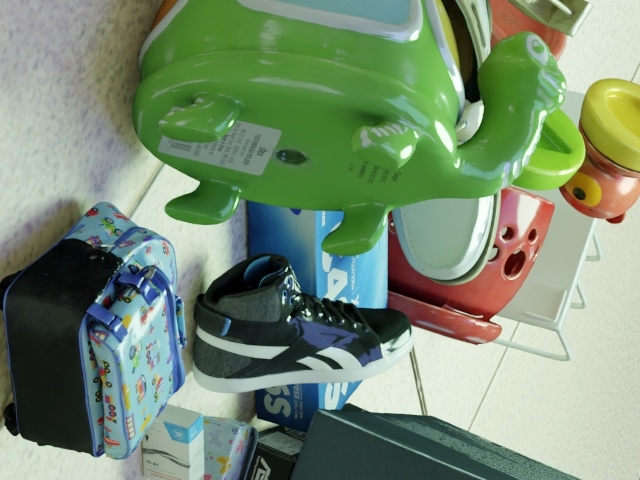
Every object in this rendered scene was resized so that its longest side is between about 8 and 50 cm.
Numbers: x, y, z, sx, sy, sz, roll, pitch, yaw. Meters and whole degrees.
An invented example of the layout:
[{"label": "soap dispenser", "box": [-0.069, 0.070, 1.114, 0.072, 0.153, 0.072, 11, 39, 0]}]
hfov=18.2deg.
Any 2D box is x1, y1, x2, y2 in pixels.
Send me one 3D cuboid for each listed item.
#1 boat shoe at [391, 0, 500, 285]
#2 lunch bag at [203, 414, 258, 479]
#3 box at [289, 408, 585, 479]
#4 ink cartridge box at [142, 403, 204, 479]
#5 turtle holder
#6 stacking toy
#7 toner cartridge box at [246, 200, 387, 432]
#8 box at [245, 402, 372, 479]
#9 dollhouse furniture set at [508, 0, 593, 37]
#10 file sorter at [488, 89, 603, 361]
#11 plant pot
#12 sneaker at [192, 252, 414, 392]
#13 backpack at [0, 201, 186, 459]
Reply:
[{"label": "boat shoe", "box": [0.110, -0.111, 1.892, 0.103, 0.113, 0.302, 31, 56, -74]}, {"label": "lunch bag", "box": [-0.091, 0.200, 1.861, 0.083, 0.053, 0.071, 37, 69, -78]}, {"label": "box", "box": [0.097, 0.343, 2.005, 0.293, 0.212, 0.395, -69, 160, 1]}, {"label": "ink cartridge box", "box": [-0.130, 0.188, 1.762, 0.028, 0.048, 0.083, -45, 143, -51]}, {"label": "turtle holder", "box": [0.018, -0.138, 1.575, 0.243, 0.320, 0.227, 55, 39, -59]}, {"label": "stacking toy", "box": [0.193, -0.129, 2.087, 0.279, 0.309, 0.130, -20, 149, -43]}, {"label": "toner cartridge box", "box": [0.000, 0.000, 1.925, 0.165, 0.075, 0.347, -50, 147, -49]}, {"label": "box", "box": [-0.027, 0.289, 2.029, 0.270, 0.060, 0.216, -6, 115, -67]}, {"label": "dollhouse furniture set", "box": [0.184, -0.307, 1.904, 0.184, 0.129, 0.129, 31, 93, -41]}, {"label": "file sorter", "box": [0.242, -0.024, 2.341, 0.173, 0.193, 0.277, 53, 54, -66]}, {"label": "plant pot", "box": [0.133, 0.010, 2.102, 0.191, 0.191, 0.174, 19, 89, -68]}, {"label": "sneaker", "box": [-0.009, 0.065, 1.808, 0.217, 0.079, 0.121, -10, 123, -22]}, {"label": "backpack", "box": [-0.161, 0.062, 1.526, 0.173, 0.117, 0.158, -53, 149, -50]}]
